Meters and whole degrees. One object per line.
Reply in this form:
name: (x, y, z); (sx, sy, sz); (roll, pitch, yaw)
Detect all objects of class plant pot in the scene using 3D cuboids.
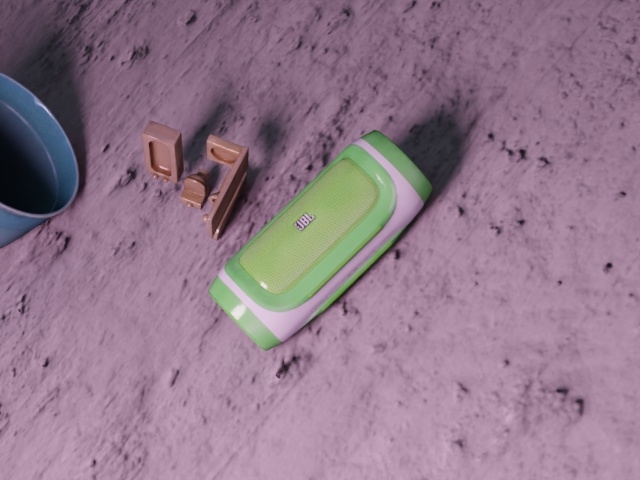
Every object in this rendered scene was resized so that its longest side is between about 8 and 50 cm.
plant pot: (-0.558, -0.090, 2.400); (0.255, 0.272, 0.271); (-35, 39, 30)

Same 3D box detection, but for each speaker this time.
speaker: (0.000, 0.000, 1.971); (0.296, 0.131, 0.131); (-44, 40, -3)

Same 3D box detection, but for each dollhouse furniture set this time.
dollhouse furniture set: (-0.194, -0.072, 2.173); (0.151, 0.144, 0.123); (21, 65, 7)
